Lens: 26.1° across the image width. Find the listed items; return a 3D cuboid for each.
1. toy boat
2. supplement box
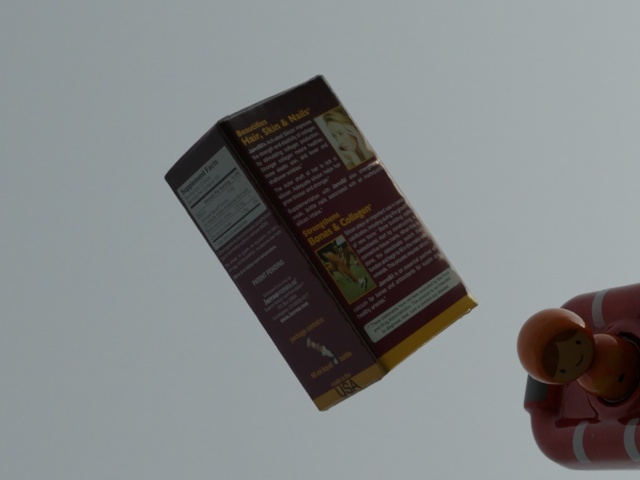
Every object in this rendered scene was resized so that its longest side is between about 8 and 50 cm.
[{"bbox_3d":[0.221,0.095,1.079,0.151,0.231,0.151,19,-109,-26],"label":"toy boat"},{"bbox_3d":[0.000,0.000,0.899,0.104,0.081,0.188,-31,-94,-42],"label":"supplement box"}]
